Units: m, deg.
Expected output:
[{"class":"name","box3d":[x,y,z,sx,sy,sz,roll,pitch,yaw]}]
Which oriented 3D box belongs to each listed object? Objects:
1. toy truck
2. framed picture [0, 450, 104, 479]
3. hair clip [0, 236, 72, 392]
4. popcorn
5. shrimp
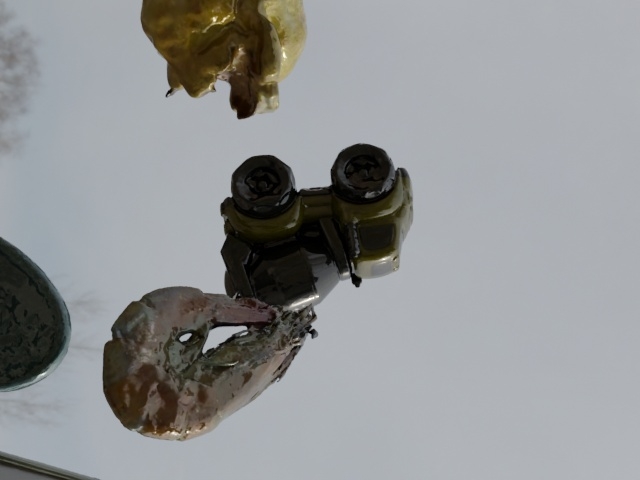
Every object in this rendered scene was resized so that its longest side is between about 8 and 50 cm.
[{"class":"toy truck","box3d":[0.000,0.000,0.994,0.147,0.224,0.165,84,-3,-62]},{"class":"framed picture","box3d":[-0.221,0.284,0.866,0.023,0.260,0.189,-50,-126,-3]},{"class":"hair clip","box3d":[-0.415,-0.029,0.617,0.318,0.238,0.392,-32,-123,-6]},{"class":"popcorn","box3d":[-0.116,-0.284,1.149,0.191,0.190,0.254,-6,-73,38]},{"class":"shrimp","box3d":[-0.067,0.073,0.610,0.042,0.190,0.101,-14,-88,45]}]
